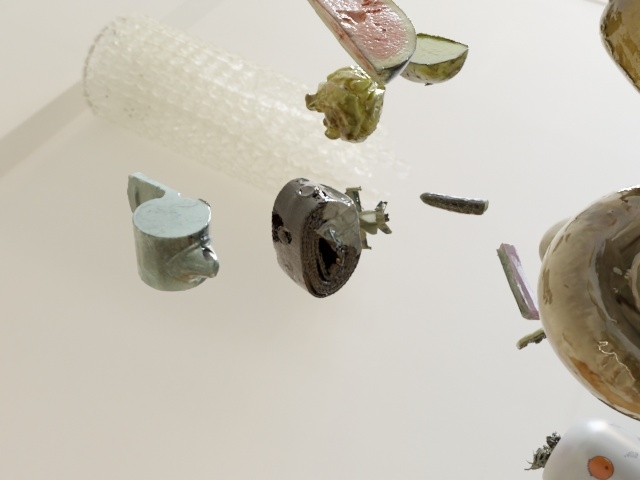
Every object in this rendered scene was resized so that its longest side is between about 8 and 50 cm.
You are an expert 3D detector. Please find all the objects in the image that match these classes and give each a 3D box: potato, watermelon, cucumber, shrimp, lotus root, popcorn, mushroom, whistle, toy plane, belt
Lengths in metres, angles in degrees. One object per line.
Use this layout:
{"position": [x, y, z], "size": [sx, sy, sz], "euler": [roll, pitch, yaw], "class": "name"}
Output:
{"position": [0.295, -0.504, 1.650], "size": [0.160, 0.272, 0.111], "euler": [-35, -48, -18], "class": "potato"}
{"position": [0.085, -0.412, 1.187], "size": [0.159, 0.303, 0.128], "euler": [-21, -28, -25], "class": "watermelon"}
{"position": [0.398, -0.113, 1.739], "size": [0.052, 0.215, 0.058], "euler": [-63, -34, -23], "class": "cucumber"}
{"position": [0.530, 0.511, 1.348], "size": [0.082, 0.076, 0.174], "euler": [-22, -34, -13], "class": "shrimp"}
{"position": [0.526, -0.303, 0.864], "size": [0.160, 0.284, 0.146], "euler": [-39, -6, 21], "class": "lotus root"}
{"position": [0.068, -0.341, 1.442], "size": [0.187, 0.185, 0.167], "euler": [-47, 25, 23], "class": "popcorn"}
{"position": [0.733, 0.022, 1.641], "size": [0.209, 0.206, 0.206], "euler": [33, -98, -41], "class": "mushroom"}
{"position": [-0.382, -0.037, 1.471], "size": [0.188, 0.404, 0.168], "euler": [-8, -52, -19], "class": "whistle"}
{"position": [0.052, -0.055, 1.505], "size": [0.088, 0.262, 0.192], "euler": [-61, -34, -51], "class": "toy plane"}
{"position": [0.000, 0.000, 1.301], "size": [0.184, 0.164, 0.289], "euler": [-34, -42, -22], "class": "belt"}
{"position": [0.499, 0.078, 0.803], "size": [0.362, 0.362, 0.294], "euler": [-59, -17, -18], "class": "mushroom"}

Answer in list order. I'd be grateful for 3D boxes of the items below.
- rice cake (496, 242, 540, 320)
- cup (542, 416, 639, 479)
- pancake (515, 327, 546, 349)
{"position": [0.437, 0.091, 1.273], "size": [0.036, 0.047, 0.206], "euler": [114, 158, -45], "class": "rice cake"}
{"position": [0.596, 0.488, 1.074], "size": [0.212, 0.317, 0.212], "euler": [-27, -47, -33], "class": "cup"}
{"position": [0.419, 0.162, 1.047], "size": [0.130, 0.022, 0.116], "euler": [-19, -24, -19], "class": "pancake"}
